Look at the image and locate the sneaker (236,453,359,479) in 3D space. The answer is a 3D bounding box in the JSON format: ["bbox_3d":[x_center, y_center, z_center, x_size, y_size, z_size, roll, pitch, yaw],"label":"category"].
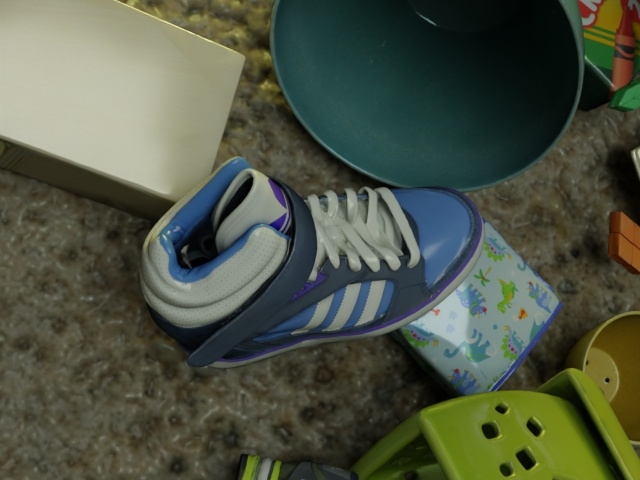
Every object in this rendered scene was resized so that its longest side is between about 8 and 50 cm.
[{"bbox_3d":[-0.012,0.341,1.058,0.121,0.111,0.300,-5,86,4],"label":"sneaker"}]

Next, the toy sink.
[{"bbox_3d":[-0.211,-0.127,1.054,0.234,0.131,0.153,19,77,-21],"label":"toy sink"}]

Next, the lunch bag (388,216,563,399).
[{"bbox_3d":[0.153,0.071,1.176,0.151,0.096,0.129,-45,98,-9],"label":"lunch bag"}]

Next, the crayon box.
[{"bbox_3d":[0.247,-0.322,1.267,0.318,0.081,0.202,41,73,-10],"label":"crayon box"}]

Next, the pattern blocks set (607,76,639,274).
[{"bbox_3d":[0.420,-0.047,1.281,0.285,0.026,0.325,-41,111,-24],"label":"pattern blocks set"}]

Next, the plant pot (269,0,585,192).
[{"bbox_3d":[0.119,-0.219,1.129,0.290,0.290,0.195,38,43,-11],"label":"plant pot"}]

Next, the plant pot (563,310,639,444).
[{"bbox_3d":[0.307,0.144,1.220,0.134,0.095,0.134,3,82,-18],"label":"plant pot"}]

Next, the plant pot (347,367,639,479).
[{"bbox_3d":[0.178,0.257,1.076,0.207,0.227,0.228,-18,70,-28],"label":"plant pot"}]

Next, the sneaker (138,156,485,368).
[{"bbox_3d":[-0.001,0.000,1.023,0.322,0.236,0.130,-21,65,-5],"label":"sneaker"}]
